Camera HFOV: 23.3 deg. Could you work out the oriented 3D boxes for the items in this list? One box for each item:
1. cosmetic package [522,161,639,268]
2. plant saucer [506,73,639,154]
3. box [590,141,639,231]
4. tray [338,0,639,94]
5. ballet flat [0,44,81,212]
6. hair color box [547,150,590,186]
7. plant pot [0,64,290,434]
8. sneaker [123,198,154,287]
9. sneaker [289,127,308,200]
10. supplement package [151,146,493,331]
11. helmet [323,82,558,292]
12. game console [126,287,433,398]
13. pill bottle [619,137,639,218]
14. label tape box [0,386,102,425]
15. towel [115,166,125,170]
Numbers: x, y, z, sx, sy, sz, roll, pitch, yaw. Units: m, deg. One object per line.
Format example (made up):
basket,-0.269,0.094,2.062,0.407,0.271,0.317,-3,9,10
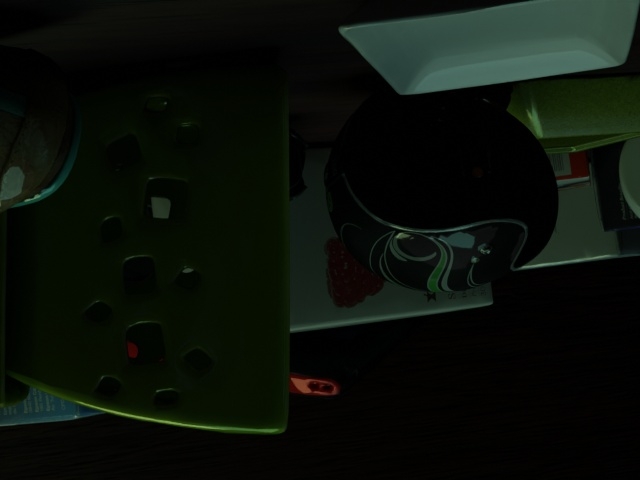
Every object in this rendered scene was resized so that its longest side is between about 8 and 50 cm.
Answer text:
cosmetic package,0.329,-0.031,2.214,0.224,0.138,0.224,-8,176,21
plant saucer,0.199,-0.101,1.312,0.188,0.045,0.188,-6,177,-27
box,0.447,-0.077,1.826,0.207,0.108,0.153,-10,177,43
tray,0.098,-0.117,0.854,0.145,0.030,0.270,-8,177,9
ballet flat,-0.280,-0.044,0.819,0.342,0.116,0.124,-9,156,38
hair color box,0.261,-0.085,1.779,0.093,0.053,0.167,-8,179,11
plant pot,-0.130,0.008,1.013,0.207,0.228,0.227,1,177,-6
sneaker,-0.242,-0.003,1.682,0.283,0.110,0.122,-6,174,-21
sneaker,-0.046,-0.055,1.296,0.090,0.081,0.232,0,178,15
supplement package,0.000,0.000,1.568,0.293,0.177,0.175,-6,179,-31
helmet,0.089,-0.039,1.141,0.169,0.169,0.161,-7,162,7
game console,-0.062,0.076,1.758,0.342,0.060,0.386,5,-164,23
pill bottle,0.364,-0.068,1.528,0.131,0.131,0.229,-8,177,21
label tape box,-0.410,0.097,1.857,0.347,0.249,0.115,-8,177,29
towel,-0.324,-0.048,1.242,0.370,0.040,0.271,-6,178,-45
